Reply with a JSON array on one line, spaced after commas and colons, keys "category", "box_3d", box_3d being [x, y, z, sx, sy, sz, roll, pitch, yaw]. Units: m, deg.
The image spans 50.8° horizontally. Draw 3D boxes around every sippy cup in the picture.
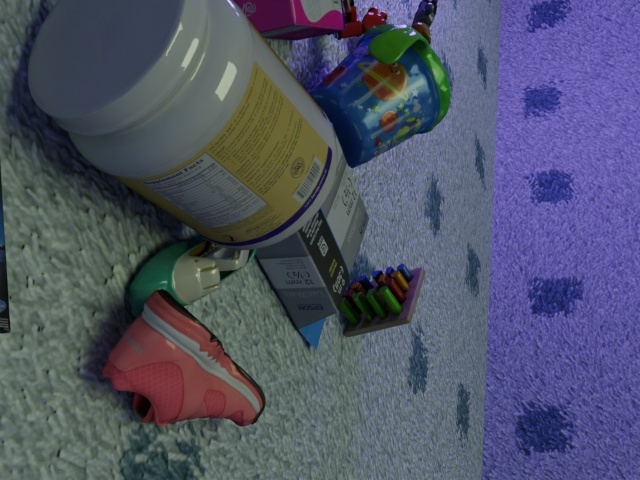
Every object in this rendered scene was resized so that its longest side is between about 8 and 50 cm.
[{"category": "sippy cup", "box_3d": [0.096, -0.266, 1.321, 0.224, 0.240, 0.306, -40, 131, -25]}]

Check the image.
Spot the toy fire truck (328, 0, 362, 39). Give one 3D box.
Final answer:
[{"category": "toy fire truck", "box_3d": [0.045, -0.476, 1.353, 0.192, 0.047, 0.135, -120, -159, -64]}]

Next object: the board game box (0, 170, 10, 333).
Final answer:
[{"category": "board game box", "box_3d": [-0.350, -0.027, 0.575, 0.194, 0.060, 0.194, 28, 60, -60]}]

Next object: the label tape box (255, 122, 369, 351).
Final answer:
[{"category": "label tape box", "box_3d": [0.000, 0.000, 1.235, 0.348, 0.115, 0.249, 63, 34, -36]}]

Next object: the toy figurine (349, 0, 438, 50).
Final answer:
[{"category": "toy figurine", "box_3d": [0.143, -0.521, 1.497, 0.213, 0.209, 0.148, 56, 45, -45]}]

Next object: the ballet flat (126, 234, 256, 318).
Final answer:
[{"category": "ballet flat", "box_3d": [-0.161, 0.034, 0.925, 0.247, 0.087, 0.083, -43, 124, -58]}]

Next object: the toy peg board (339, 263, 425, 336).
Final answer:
[{"category": "toy peg board", "box_3d": [0.122, 0.108, 1.431, 0.079, 0.161, 0.161, 54, 38, -24]}]

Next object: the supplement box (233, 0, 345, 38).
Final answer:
[{"category": "supplement box", "box_3d": [-0.052, -0.421, 1.189, 0.220, 0.113, 0.111, -30, 113, -64]}]

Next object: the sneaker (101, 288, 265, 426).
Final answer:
[{"category": "sneaker", "box_3d": [-0.180, 0.186, 0.880, 0.136, 0.116, 0.314, -46, 145, -15]}]

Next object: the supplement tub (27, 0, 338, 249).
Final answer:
[{"category": "supplement tub", "box_3d": [-0.146, -0.150, 0.807, 0.331, 0.240, 0.241, 41, 51, -55]}]
